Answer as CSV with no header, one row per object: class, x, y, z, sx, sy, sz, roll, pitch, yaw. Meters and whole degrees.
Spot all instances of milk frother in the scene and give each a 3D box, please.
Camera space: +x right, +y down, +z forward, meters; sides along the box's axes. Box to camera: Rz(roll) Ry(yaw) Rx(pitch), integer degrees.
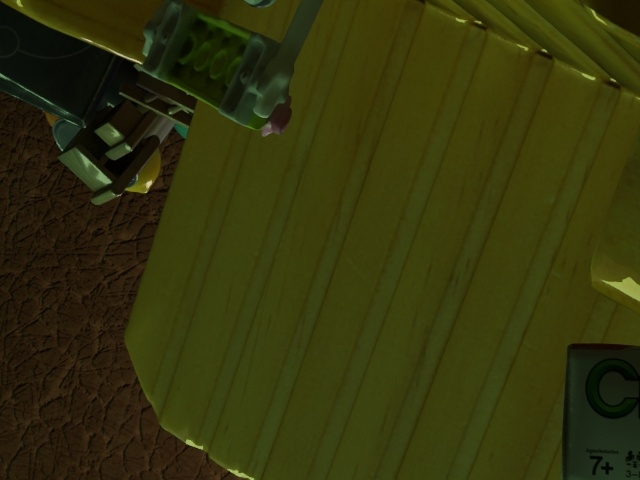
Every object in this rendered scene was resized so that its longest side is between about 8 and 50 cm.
milk frother,-0.183,-0.143,1.302,0.143,0.135,0.129,22,150,19

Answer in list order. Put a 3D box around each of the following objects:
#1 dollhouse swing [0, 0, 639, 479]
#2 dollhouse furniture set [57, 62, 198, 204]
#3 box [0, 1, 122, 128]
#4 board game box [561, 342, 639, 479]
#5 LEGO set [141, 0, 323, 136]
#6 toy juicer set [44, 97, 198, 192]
dollhouse swing,0.000,0.000,0.717,0.347,0.305,0.315,29,-174,25
dollhouse furniture set,-0.066,-0.093,1.060,0.101,0.161,0.182,44,151,-17
box,-0.170,-0.178,0.963,0.143,0.165,0.270,25,-175,-9
board game box,0.253,0.068,0.512,0.305,0.053,0.193,0,173,24
LEGO set,-0.031,-0.090,0.362,0.132,0.107,0.287,25,-175,-9
toy juicer set,-0.099,-0.111,1.397,0.329,0.089,0.209,25,-140,15
